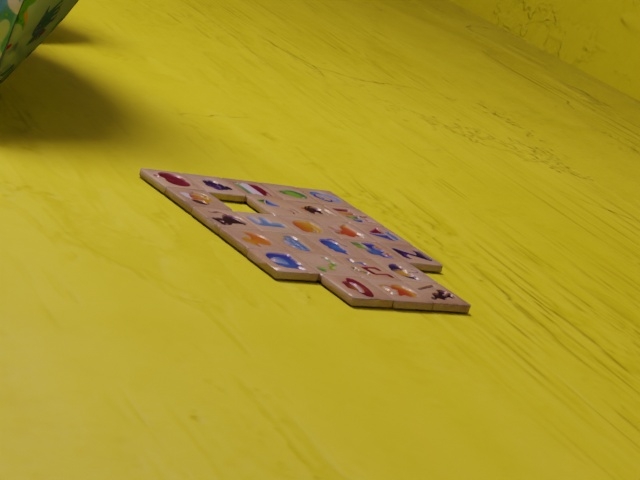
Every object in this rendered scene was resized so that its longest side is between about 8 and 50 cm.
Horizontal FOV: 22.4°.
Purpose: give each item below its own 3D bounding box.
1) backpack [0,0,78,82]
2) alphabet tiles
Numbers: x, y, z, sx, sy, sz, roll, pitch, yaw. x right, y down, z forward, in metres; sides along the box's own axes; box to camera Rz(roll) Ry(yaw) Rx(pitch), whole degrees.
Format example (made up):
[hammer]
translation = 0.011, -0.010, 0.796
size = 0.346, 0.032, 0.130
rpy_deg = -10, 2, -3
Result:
[backpack]
translation = -0.263, -0.286, 1.318
size = 0.355, 0.290, 0.273
rpy_deg = -36, 93, -33
[alphabet tiles]
translation = 0.000, 0.000, 1.247
size = 0.198, 0.009, 0.237
rpy_deg = 6, 20, -40
